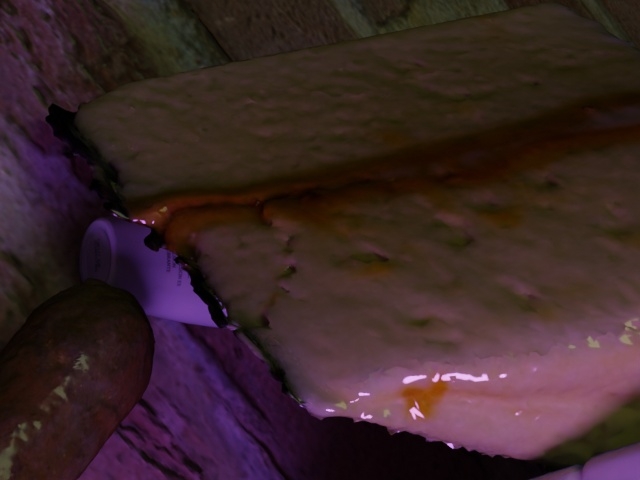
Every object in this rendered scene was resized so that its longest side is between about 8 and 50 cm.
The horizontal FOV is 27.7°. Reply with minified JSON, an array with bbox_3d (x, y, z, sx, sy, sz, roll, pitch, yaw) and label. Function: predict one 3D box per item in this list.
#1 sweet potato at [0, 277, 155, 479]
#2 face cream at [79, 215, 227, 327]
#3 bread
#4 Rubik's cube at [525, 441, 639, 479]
[{"bbox_3d":[-0.156,0.109,0.597,0.075,0.075,0.273,47,43,-8],"label":"sweet potato"},{"bbox_3d":[-0.054,0.017,0.774,0.182,0.051,0.072,7,74,-39],"label":"face cream"},{"bbox_3d":[0.093,0.038,0.718,0.346,0.405,0.242,-114,-172,-53],"label":"bread"},{"bbox_3d":[0.167,0.286,0.587,0.290,0.291,0.291,32,45,-34],"label":"Rubik's cube"}]
